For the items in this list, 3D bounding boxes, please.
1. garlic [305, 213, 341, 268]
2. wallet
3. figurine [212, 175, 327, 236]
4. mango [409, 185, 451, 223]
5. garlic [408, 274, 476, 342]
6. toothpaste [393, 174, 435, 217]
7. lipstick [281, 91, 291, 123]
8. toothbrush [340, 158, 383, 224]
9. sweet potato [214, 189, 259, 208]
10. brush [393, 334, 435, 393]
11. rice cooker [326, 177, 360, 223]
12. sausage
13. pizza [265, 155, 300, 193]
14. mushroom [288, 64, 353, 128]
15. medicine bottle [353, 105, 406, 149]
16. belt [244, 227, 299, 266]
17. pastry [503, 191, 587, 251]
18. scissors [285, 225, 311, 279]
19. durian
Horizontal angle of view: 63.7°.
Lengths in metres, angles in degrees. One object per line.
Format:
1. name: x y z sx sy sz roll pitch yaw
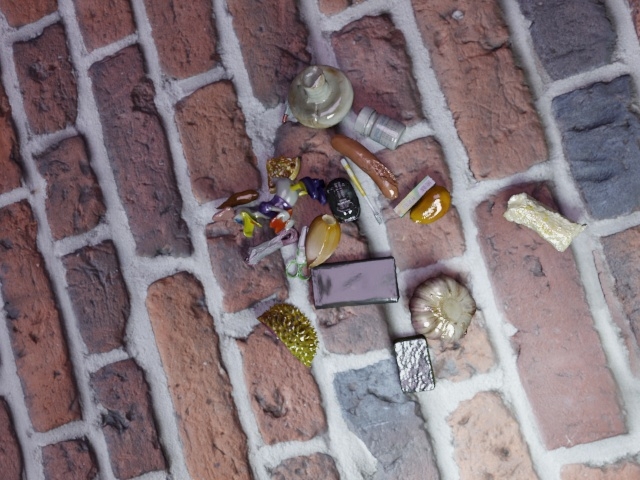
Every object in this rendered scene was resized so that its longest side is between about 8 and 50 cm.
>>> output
1. garlic: 0.009 0.003 1.893 0.115 0.128 0.207 15 99 -32
2. wallet: 0.124 0.157 1.896 0.320 0.044 0.171 -6 88 8
3. figurine: -0.180 -0.130 1.891 0.420 0.154 0.193 -30 70 6
4. mango: 0.394 -0.122 1.830 0.105 0.084 0.159 44 118 -6
5. garlic: 0.408 0.236 1.780 0.244 0.160 0.245 2 85 -22
6. toothpaste: 0.338 -0.158 1.862 0.178 0.037 0.043 -45 79 7
7. lipstick: -0.122 -0.508 1.970 0.030 0.030 0.129 19 93 11
8. toothbrush: 0.152 -0.183 1.907 0.021 0.024 0.288 -32 82 10
9. sweet potato: -0.325 -0.156 1.993 0.194 0.056 0.057 -17 85 16
10. brush: 0.333 0.442 1.834 0.123 0.059 0.198 -12 86 13
11. rice cooker: 0.082 -0.147 1.881 0.112 0.106 0.166 -21 71 3
12. sausage: 0.170 -0.278 1.878 0.326 0.079 0.087 44 127 11
13. pizza: -0.159 -0.261 1.963 0.134 0.046 0.175 34 96 10
14. mushroom: -0.009 -0.529 1.850 0.243 0.243 0.244 0 88 12
15. medicine bottle: 0.216 -0.406 1.861 0.168 0.105 0.105 30 94 10
16. belt: -0.188 0.020 1.959 0.231 0.053 0.071 -30 80 7
17. pastry: 0.749 -0.066 1.748 0.258 0.089 0.122 30 98 12
18. scissors: -0.068 0.046 1.946 0.100 0.027 0.205 10 91 7
19. durian: -0.109 0.343 1.887 0.260 0.186 0.154 38 102 -3
